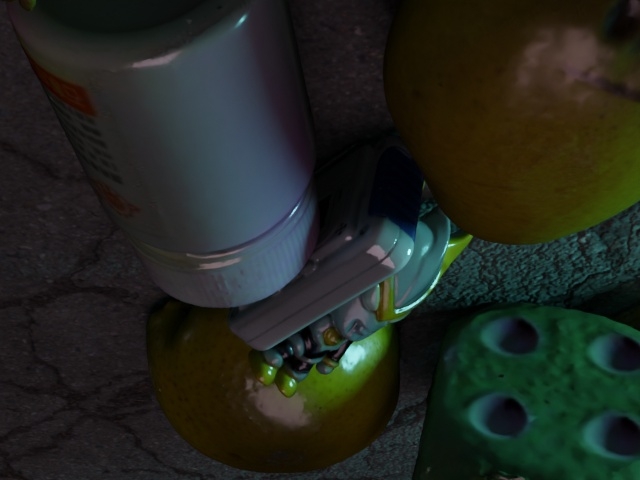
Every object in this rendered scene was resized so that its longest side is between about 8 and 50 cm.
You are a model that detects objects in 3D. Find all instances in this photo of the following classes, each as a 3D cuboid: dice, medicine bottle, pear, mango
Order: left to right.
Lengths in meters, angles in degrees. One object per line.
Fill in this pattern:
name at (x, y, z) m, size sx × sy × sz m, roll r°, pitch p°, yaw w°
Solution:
medicine bottle at (-0.117, -0.115, 1.033) m, size 0.219 × 0.219 × 0.388 m, roll -7°, pitch 147°, yaw 6°
pear at (-0.056, 0.213, 1.554) m, size 0.340 × 0.191 × 0.386 m, roll -30°, pitch 138°, yaw 35°
dice at (0.287, 0.296, 1.518) m, size 0.330 × 0.322 × 0.318 m, roll 8°, pitch 132°, yaw 9°
mango at (0.200, -0.126, 1.042) m, size 0.301 × 0.220 × 0.445 m, roll -1°, pitch 150°, yaw -7°

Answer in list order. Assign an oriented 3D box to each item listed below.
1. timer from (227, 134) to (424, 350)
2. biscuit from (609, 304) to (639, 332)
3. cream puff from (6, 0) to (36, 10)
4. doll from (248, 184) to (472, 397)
timer at (0.000, 0.000, 1.253) m, size 0.078 × 0.178 × 0.253 m, roll 39°, pitch 130°, yaw -23°
biscuit at (0.429, 0.145, 1.611) m, size 0.094 × 0.054 × 0.379 m, roll 25°, pitch 138°, yaw -34°
cream puff at (-0.265, -0.291, 0.729) m, size 0.291 × 0.257 × 0.324 m, roll -12°, pitch 146°, yaw 6°
doll at (0.048, 0.056, 1.345) m, size 0.316 × 0.103 × 0.145 m, roll -42°, pitch 115°, yaw 8°
